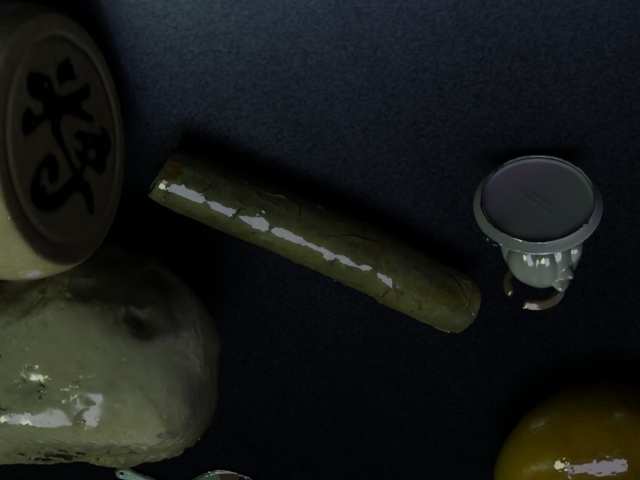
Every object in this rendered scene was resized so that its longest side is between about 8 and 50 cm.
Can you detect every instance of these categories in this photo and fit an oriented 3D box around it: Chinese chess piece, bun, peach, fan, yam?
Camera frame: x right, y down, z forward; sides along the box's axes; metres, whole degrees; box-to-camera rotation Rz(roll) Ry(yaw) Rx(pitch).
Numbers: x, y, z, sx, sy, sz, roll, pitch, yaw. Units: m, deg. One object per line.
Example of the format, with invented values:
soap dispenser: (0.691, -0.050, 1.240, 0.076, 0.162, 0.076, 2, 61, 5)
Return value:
Chinese chess piece: (-0.279, -0.091, 1.173, 0.104, 0.257, 0.257, -1, 129, 21)
bun: (-0.278, 0.126, 1.341, 0.326, 0.234, 0.362, 3, 167, -35)
peach: (0.326, 0.279, 1.497, 0.251, 0.153, 0.251, -1, 121, -1)
fan: (-0.160, 0.334, 1.649, 0.227, 0.008, 0.152, 24, 126, -16)
yam: (0.000, 0.000, 1.340, 0.371, 0.083, 0.083, 24, 125, -16)

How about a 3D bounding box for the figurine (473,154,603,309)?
figurine: (0.223, 0.005, 1.320, 0.132, 0.132, 0.153, -4, 141, 6)
